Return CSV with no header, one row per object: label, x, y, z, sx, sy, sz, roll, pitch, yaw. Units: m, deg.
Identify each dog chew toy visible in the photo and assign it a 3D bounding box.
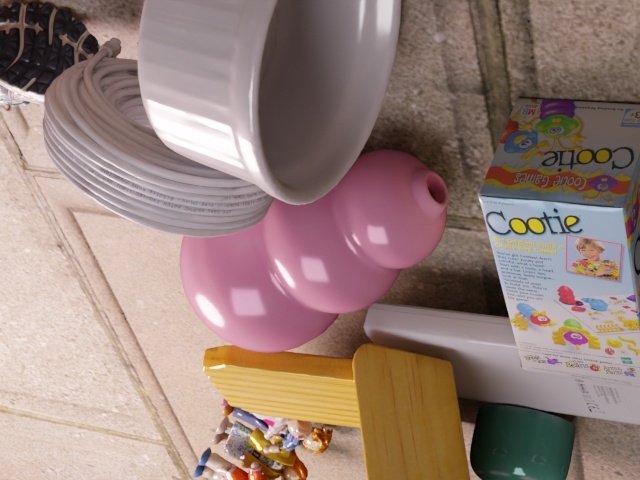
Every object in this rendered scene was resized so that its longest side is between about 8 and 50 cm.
dog chew toy,0.000,0.000,1.432,0.332,0.206,0.206,-23,123,36

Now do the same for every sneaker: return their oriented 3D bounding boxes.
sneaker,-0.357,-0.206,1.477,0.283,0.110,0.122,16,161,17

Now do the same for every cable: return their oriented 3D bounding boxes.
cable,-0.160,-0.100,1.318,0.257,0.257,0.089,29,118,9

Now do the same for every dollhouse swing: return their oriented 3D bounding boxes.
dollhouse swing,0.031,0.292,1.613,0.305,0.315,0.347,-8,161,3

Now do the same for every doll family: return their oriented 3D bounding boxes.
doll family,-0.071,0.292,1.929,0.163,0.118,0.263,27,127,7

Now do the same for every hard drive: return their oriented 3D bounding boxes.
hard drive,0.253,0.152,1.544,0.353,0.047,0.233,6,157,24

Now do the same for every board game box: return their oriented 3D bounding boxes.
board game box,0.269,0.005,1.315,0.144,0.142,0.275,7,141,25

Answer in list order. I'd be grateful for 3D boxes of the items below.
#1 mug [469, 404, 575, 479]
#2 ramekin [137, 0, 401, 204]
mug,0.262,0.281,1.679,0.130,0.097,0.158,7,162,20
ramekin,-0.044,-0.182,1.163,0.135,0.277,0.277,17,144,23
